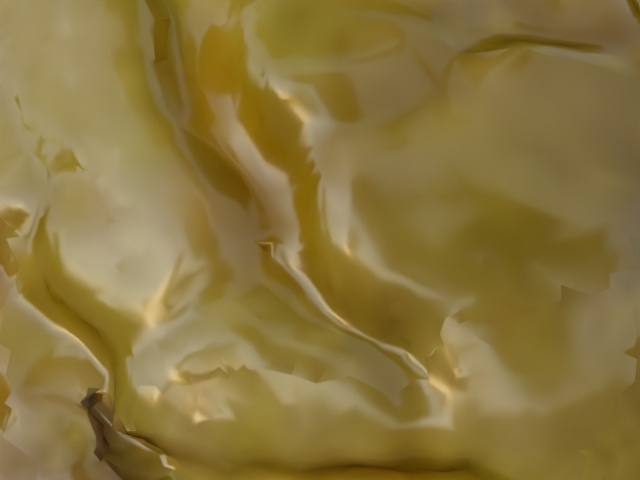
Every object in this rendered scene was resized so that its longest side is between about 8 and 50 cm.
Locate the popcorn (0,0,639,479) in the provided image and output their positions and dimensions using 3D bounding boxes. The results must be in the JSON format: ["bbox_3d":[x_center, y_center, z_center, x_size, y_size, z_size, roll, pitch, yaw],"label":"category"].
[{"bbox_3d":[0.013,-0.005,0.537,0.390,0.354,0.344,-13,-30,39],"label":"popcorn"}]
